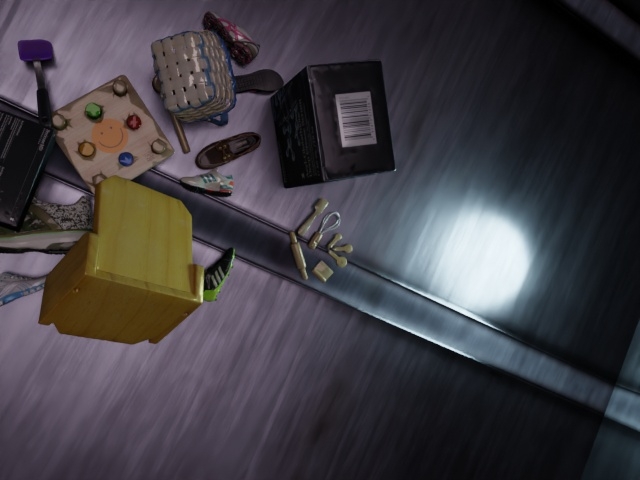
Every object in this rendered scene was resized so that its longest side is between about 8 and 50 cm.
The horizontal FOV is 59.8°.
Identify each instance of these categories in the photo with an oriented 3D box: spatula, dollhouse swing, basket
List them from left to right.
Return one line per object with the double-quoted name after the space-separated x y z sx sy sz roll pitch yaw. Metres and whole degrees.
-0.729 -0.415 1.447 0.084 0.030 0.297 -11 71 -19 "spatula"
-0.534 0.059 1.511 0.315 0.305 0.346 -40 143 24 "dollhouse swing"
-0.333 -0.452 1.528 0.201 0.289 0.255 -11 95 16 "basket"

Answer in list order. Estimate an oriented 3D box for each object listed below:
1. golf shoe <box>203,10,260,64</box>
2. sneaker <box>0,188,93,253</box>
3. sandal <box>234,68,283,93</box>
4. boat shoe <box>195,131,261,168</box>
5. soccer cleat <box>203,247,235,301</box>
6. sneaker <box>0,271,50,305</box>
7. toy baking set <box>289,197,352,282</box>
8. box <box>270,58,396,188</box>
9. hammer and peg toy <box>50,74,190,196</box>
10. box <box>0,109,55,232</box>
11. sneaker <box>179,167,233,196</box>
-0.264 -0.611 1.655 0.186 0.067 0.086 42 53 -16 "golf shoe"
-0.795 -0.060 1.464 0.410 0.158 0.182 3 81 -26 "sneaker"
-0.202 -0.479 1.694 0.179 0.040 0.067 -7 89 -4 "sandal"
-0.274 -0.272 1.657 0.207 0.073 0.073 -29 105 -14 "boat shoe"
-0.313 0.097 1.669 0.072 0.060 0.179 26 87 -17 "soccer cleat"
-0.814 0.116 1.492 0.190 0.071 0.083 -23 94 -17 "sneaker"
-0.006 0.004 1.790 0.196 0.030 0.256 -24 101 -19 "toy baking set"
0.021 -0.314 1.586 0.211 0.395 0.294 -10 95 -17 "box"
-0.527 -0.308 1.537 0.361 0.127 0.266 -34 103 -15 "hammer and peg toy"
-0.783 -0.176 1.354 0.184 0.103 0.261 19 74 -18 "box"
-0.336 -0.180 1.656 0.161 0.057 0.075 9 73 -18 "sneaker"
